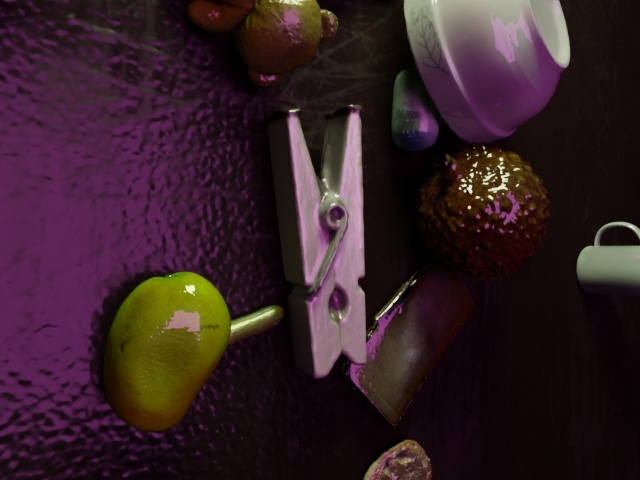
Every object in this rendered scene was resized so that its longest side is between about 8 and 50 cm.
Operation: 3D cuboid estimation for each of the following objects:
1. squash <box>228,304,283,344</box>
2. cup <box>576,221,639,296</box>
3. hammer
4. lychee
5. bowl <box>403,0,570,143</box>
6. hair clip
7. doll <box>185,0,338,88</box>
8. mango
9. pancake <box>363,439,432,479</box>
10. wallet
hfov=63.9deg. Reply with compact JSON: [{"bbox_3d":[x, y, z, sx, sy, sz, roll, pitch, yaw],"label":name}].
[{"bbox_3d":[-0.080,0.100,0.621,0.083,0.027,0.027,-17,99,-33],"label":"squash"},{"bbox_3d":[0.592,0.041,1.006,0.099,0.133,0.136,22,77,-30],"label":"cup"},{"bbox_3d":[0.187,-0.184,0.784,0.194,0.069,0.116,7,84,-38],"label":"hammer"},{"bbox_3d":[0.228,-0.046,0.734,0.238,0.200,0.200,45,66,-38],"label":"lychee"},{"bbox_3d":[0.256,-0.293,0.737,0.287,0.143,0.287,15,69,-45],"label":"bowl"},{"bbox_3d":[0.002,0.001,0.643,0.101,0.085,0.331,-7,95,-32],"label":"hair clip"},{"bbox_3d":[-0.086,-0.286,0.593,0.137,0.097,0.209,-39,106,13],"label":"doll"},{"bbox_3d":[-0.161,0.110,0.530,0.117,0.089,0.163,37,70,-27],"label":"mango"},{"bbox_3d":[0.113,0.360,0.748,0.139,0.022,0.140,0,90,-33],"label":"pancake"},{"bbox_3d":[0.139,0.137,0.765,0.255,0.031,0.137,-46,110,-27],"label":"wallet"}]
